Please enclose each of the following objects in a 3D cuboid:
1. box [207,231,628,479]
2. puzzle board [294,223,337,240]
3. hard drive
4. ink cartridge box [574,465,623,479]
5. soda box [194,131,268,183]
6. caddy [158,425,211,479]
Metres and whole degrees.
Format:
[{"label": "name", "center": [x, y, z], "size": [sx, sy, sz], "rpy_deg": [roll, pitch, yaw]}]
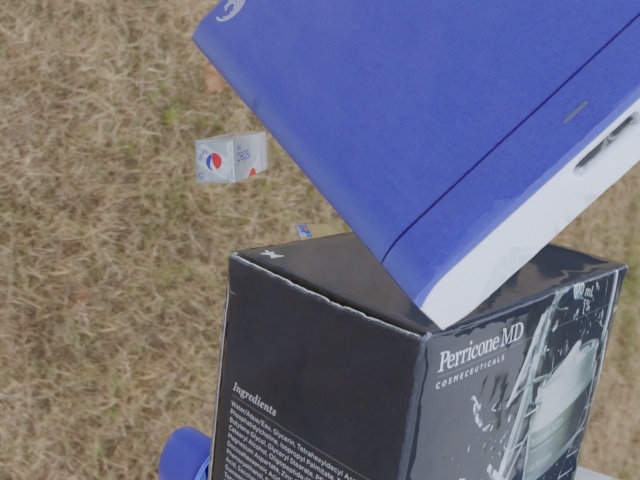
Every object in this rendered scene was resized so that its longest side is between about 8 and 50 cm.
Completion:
[{"label": "box", "center": [0.124, 0.241, 0.967], "size": [0.480, 0.297, 0.471], "rpy_deg": [-10, 112, -46]}, {"label": "puzzle board", "center": [0.000, 0.000, 1.740], "size": [0.096, 0.128, 0.011], "rpy_deg": [-3, 125, -19]}, {"label": "hard drive", "center": [0.056, -0.125, 0.427], "size": [0.210, 0.318, 0.040], "rpy_deg": [-43, 134, 5]}, {"label": "ink cartridge box", "center": [0.447, 0.448, 1.157], "size": [0.093, 0.212, 0.154], "rpy_deg": [34, 71, -58]}, {"label": "soda box", "center": [-0.200, -0.196, 1.714], "size": [0.286, 0.091, 0.098], "rpy_deg": [-48, 137, -75]}, {"label": "caddy", "center": [-0.148, 0.467, 1.343], "size": [0.241, 0.179, 0.341], "rpy_deg": [-20, 118, -34]}]
